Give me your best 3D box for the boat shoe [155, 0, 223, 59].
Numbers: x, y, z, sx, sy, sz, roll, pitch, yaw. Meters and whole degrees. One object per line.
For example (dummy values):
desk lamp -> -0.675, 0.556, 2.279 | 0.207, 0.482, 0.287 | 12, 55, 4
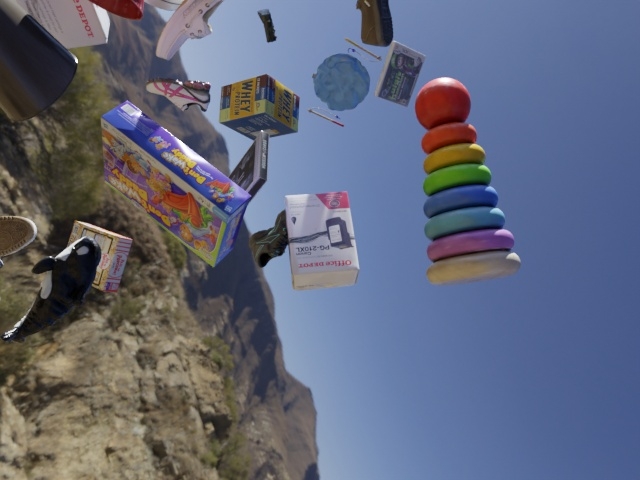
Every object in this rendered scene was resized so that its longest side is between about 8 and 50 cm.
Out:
boat shoe -> -0.334, -0.584, 1.316 | 0.096, 0.277, 0.098 | 38, 16, -15

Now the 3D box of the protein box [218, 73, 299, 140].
protein box -> -0.210, -0.456, 1.719 | 0.200, 0.201, 0.136 | 16, 73, -57

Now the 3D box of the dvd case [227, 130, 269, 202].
dvd case -> -0.209, -0.157, 1.332 | 0.238, 0.029, 0.179 | -43, -143, 39

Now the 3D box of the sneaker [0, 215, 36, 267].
sneaker -> -0.854, 0.014, 1.299 | 0.153, 0.282, 0.099 | 49, 19, -87

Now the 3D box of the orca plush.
orca plush -> -0.596, 0.124, 1.129 | 0.102, 0.287, 0.151 | 22, -34, 33

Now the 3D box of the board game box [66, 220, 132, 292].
board game box -> -0.599, 0.041, 1.310 | 0.193, 0.147, 0.045 | 16, -1, 29

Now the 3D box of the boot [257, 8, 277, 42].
boot -> -0.194, -0.785, 1.802 | 0.121, 0.045, 0.099 | -117, -169, -52

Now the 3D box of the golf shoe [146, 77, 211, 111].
golf shoe -> -0.392, -0.399, 1.347 | 0.067, 0.186, 0.086 | -47, 145, -72

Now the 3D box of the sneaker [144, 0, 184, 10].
sneaker -> -0.410, -0.711, 1.391 | 0.094, 0.258, 0.091 | 40, -55, 12

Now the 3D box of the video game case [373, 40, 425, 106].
video game case -> 0.284, -0.587, 1.753 | 0.022, 0.173, 0.190 | 36, -66, 44

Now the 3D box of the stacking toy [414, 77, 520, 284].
stacking toy -> 0.216, -0.099, 0.787 | 0.141, 0.141, 0.330 | 132, -47, -74

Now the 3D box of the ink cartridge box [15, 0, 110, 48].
ink cartridge box -> -0.718, -0.600, 1.223 | 0.223, 0.307, 0.129 | 86, -8, -50

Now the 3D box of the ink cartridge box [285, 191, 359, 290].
ink cartridge box -> 0.000, 0.000, 1.302 | 0.100, 0.172, 0.237 | 96, -12, -63

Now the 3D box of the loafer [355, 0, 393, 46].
loafer -> 0.179, -0.902, 1.825 | 0.130, 0.134, 0.366 | 2, -78, 34

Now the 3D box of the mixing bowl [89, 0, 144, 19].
mixing bowl -> -0.449, -0.566, 1.045 | 0.098, 0.181, 0.181 | -69, -161, -2

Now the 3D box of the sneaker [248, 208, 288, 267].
sneaker -> -0.119, -0.009, 1.543 | 0.267, 0.101, 0.106 | -36, -130, 34

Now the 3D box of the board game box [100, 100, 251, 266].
board game box -> -0.337, -0.119, 1.127 | 0.347, 0.078, 0.233 | 37, -36, 4

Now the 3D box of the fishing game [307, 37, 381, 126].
fishing game -> 0.066, -0.514, 1.606 | 0.041, 0.189, 0.264 | -96, -151, -58

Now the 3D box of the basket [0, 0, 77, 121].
basket -> -0.621, -0.388, 0.958 | 0.227, 0.154, 0.204 | 64, 36, -55
